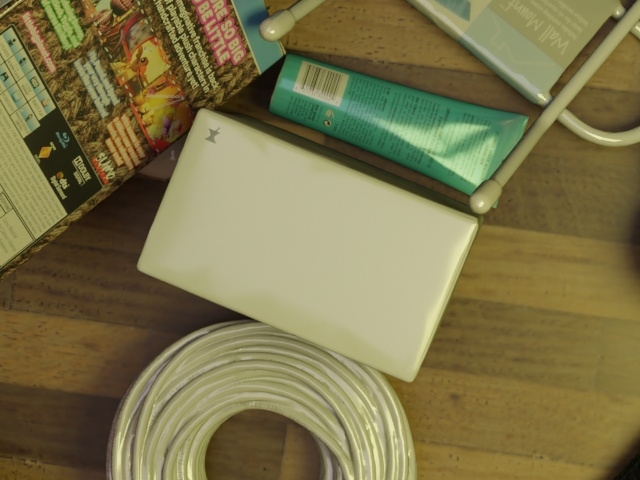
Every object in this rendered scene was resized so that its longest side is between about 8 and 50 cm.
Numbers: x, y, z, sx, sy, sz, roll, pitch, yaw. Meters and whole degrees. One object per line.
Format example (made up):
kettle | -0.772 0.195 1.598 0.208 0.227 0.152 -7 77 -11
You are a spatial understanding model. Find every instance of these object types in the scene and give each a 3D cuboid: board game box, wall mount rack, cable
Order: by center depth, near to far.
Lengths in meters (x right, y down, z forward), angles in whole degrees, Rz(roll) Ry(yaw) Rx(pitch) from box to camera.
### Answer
board game box | -0.200 -0.155 1.437 0.291 0.232 0.141 -39 58 -12
wall mount rack | 0.121 -0.183 1.530 0.350 0.130 0.304 39 74 3
cable | -0.048 0.190 1.604 0.257 0.089 0.257 -19 89 5

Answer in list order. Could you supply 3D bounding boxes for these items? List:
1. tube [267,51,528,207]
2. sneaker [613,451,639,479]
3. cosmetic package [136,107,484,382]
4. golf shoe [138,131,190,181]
tube | 0.061 -0.098 1.610 0.207 0.052 0.080 19 98 0
sneaker | 0.289 0.208 1.572 0.082 0.069 0.209 32 112 -30
cosmetic package | 0.000 0.000 1.527 0.224 0.225 0.138 22 93 5
golf shoe | -0.176 -0.115 1.611 0.176 0.086 0.069 43 93 2
